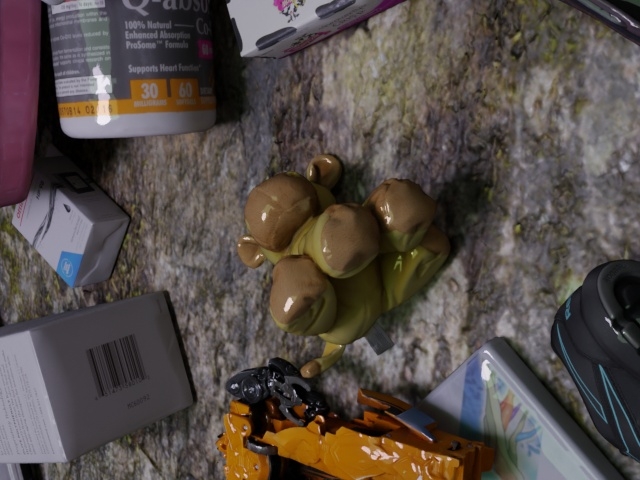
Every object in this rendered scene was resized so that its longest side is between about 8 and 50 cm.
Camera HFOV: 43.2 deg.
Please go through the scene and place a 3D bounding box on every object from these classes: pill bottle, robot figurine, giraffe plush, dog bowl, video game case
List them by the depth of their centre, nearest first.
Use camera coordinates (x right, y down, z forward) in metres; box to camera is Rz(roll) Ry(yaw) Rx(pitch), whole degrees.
[{"bbox_3d":[0.170,0.302,0.734,0.329,0.036,0.300,51,125,18],"label":"video game case"},{"bbox_3d":[0.000,0.000,0.745,0.170,0.181,0.210,50,160,31],"label":"giraffe plush"},{"bbox_3d":[0.016,0.225,0.760,0.291,0.085,0.211,9,100,41],"label":"robot figurine"},{"bbox_3d":[-0.194,-0.246,0.816,0.162,0.162,0.278,5,104,37],"label":"pill bottle"},{"bbox_3d":[-0.403,-0.211,0.904,0.408,0.150,0.408,180,90,-66],"label":"dog bowl"}]

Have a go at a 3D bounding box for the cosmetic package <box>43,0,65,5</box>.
[{"bbox_3d":[-0.176,-0.446,0.550,0.394,0.327,0.329,-26,71,17],"label":"cosmetic package"}]

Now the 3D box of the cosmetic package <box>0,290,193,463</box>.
[{"bbox_3d":[-0.362,0.177,1.019,0.365,0.197,0.155,-15,91,41],"label":"cosmetic package"}]

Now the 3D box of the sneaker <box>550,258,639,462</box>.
[{"bbox_3d":[0.276,0.137,0.596,0.267,0.101,0.106,55,148,14],"label":"sneaker"}]

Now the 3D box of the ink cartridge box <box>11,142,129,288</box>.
[{"bbox_3d":[-0.332,-0.036,1.034,0.180,0.060,0.104,40,121,25],"label":"ink cartridge box"}]

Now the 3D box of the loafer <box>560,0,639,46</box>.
[{"bbox_3d":[0.233,-0.174,0.543,0.302,0.095,0.109,33,118,28],"label":"loafer"}]

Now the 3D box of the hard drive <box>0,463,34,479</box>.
[{"bbox_3d":[-0.573,0.290,1.196,0.064,0.237,0.339,170,87,-81],"label":"hard drive"}]

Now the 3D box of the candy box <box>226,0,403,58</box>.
[{"bbox_3d":[-0.026,-0.303,0.731,0.159,0.071,0.233,-15,90,37],"label":"candy box"}]
